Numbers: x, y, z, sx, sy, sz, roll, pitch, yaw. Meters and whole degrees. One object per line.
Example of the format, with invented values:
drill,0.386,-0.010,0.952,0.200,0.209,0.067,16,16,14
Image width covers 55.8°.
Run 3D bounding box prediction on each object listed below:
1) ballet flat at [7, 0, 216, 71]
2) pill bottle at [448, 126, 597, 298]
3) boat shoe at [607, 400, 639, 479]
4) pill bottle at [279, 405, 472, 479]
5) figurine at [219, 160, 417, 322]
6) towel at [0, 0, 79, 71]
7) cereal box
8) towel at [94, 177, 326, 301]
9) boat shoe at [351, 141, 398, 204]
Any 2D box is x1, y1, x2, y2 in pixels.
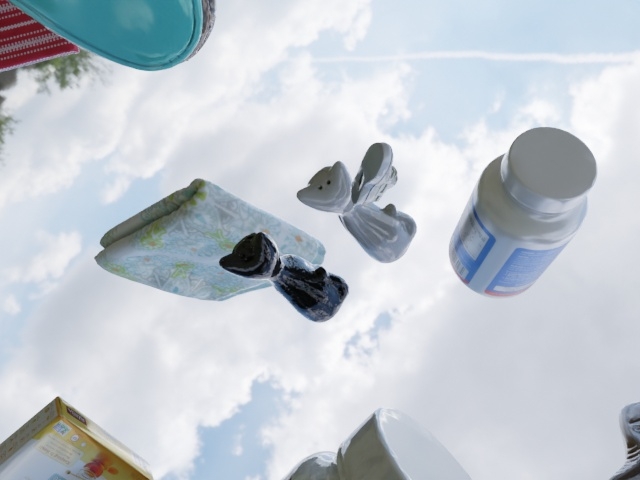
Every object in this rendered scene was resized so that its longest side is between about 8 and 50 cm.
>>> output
ballet flat,-0.169,-0.205,0.263,0.107,0.316,0.106,-34,-135,19
pill bottle,0.232,-0.027,0.705,0.124,0.221,0.124,1,-117,-2
boat shoe,0.339,0.278,0.585,0.123,0.123,0.342,-4,-170,27
pill bottle,-0.005,0.389,0.688,0.392,0.224,0.224,-46,-147,11
figurine,0.000,0.000,0.806,0.215,0.209,0.092,-42,-127,12
towel,-0.485,-0.392,0.910,0.198,0.275,0.031,-14,178,3
cereal box,-0.349,0.323,0.727,0.240,0.173,0.047,-42,-146,-7
towel,-0.226,0.024,1.222,0.374,0.320,0.090,-22,-123,37
boat shoe,0.059,-0.065,0.601,0.100,0.035,0.035,115,-30,-60
